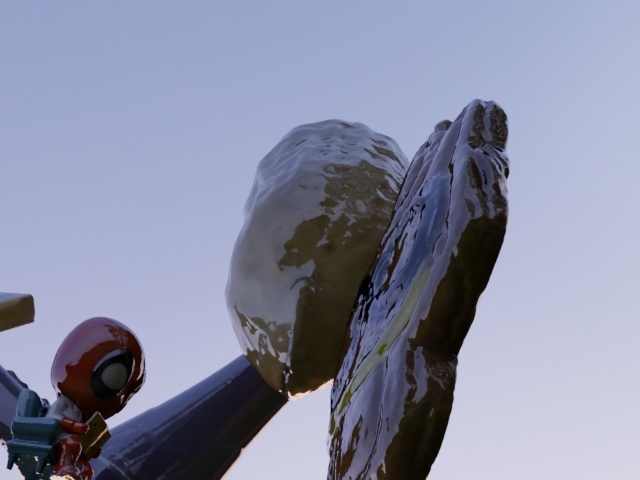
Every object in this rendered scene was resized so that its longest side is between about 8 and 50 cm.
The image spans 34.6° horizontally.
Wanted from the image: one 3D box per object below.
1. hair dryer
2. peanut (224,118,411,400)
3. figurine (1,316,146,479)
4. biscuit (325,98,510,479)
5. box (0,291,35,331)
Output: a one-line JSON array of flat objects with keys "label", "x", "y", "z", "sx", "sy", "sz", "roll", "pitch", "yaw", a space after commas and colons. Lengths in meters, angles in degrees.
[{"label": "hair dryer", "x": -0.226, "y": 0.126, "z": 0.910, "sx": 0.301, "sy": 0.361, "sz": 0.121, "roll": -38, "pitch": -26, "yaw": -37}, {"label": "peanut", "x": 0.003, "y": -0.005, "z": 0.880, "sx": 0.174, "sy": 0.340, "sz": 0.158, "roll": -39, "pitch": -79, "yaw": 15}, {"label": "figurine", "x": -0.172, "y": 0.115, "z": 0.737, "sx": 0.075, "sy": 0.140, "sz": 0.068, "roll": 6, "pitch": -37, "yaw": 15}, {"label": "biscuit", "x": 0.049, "y": 0.028, "z": 0.581, "sx": 0.041, "sy": 0.290, "sz": 0.208, "roll": 21, "pitch": -46, "yaw": -5}, {"label": "box", "x": -0.250, "y": 0.043, "z": 0.617, "sx": 0.073, "sy": 0.149, "sz": 0.020, "roll": -16, "pitch": -74, "yaw": -59}]
